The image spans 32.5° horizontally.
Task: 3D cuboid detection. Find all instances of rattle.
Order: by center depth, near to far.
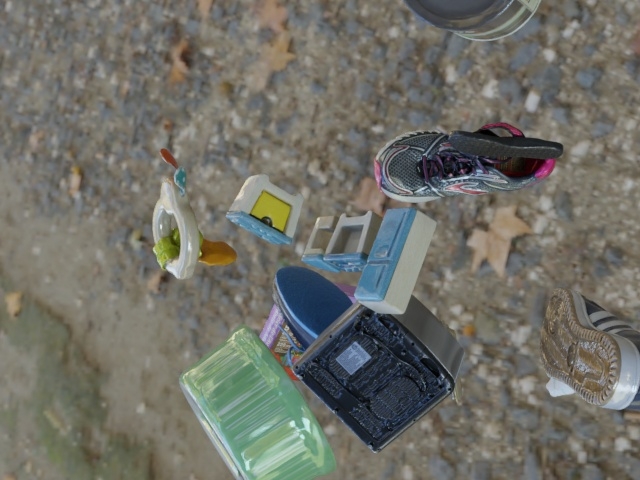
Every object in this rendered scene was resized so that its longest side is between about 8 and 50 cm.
[{"bbox_3d":[-0.182,-0.046,1.677,0.130,0.143,0.199,-130,42,-64],"label":"rattle"}]

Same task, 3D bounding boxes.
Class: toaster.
[{"bbox_3d":[0.083,0.157,1.445,0.168,0.110,0.185,44,117,-2],"label":"toaster"}]

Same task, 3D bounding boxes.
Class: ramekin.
[{"bbox_3d":[-0.117,0.311,1.905,0.148,0.303,0.303,-32,39,-14],"label":"ramekin"}]

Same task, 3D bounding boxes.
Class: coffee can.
[{"bbox_3d":[0.243,-0.426,1.740,0.202,0.275,0.201,2,97,17],"label":"coffee can"}]

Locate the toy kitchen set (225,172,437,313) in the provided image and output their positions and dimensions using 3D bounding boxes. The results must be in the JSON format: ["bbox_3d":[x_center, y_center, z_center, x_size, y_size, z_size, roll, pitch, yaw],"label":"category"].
[{"bbox_3d":[0.000,0.000,1.324,0.207,0.166,0.122,-4,60,56],"label":"toy kitchen set"}]

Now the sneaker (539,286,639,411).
[{"bbox_3d":[0.349,0.131,1.232,0.282,0.153,0.099,-108,29,-78],"label":"sneaker"}]

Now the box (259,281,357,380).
[{"bbox_3d":[0.027,0.184,2.139,0.057,0.293,0.201,47,119,51],"label":"box"}]

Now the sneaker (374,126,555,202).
[{"bbox_3d":[0.234,-0.130,1.788,0.112,0.299,0.120,-172,75,-80],"label":"sneaker"}]

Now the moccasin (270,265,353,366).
[{"bbox_3d":[0.016,0.184,1.776,0.342,0.138,0.116,52,139,35],"label":"moccasin"}]

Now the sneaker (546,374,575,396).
[{"bbox_3d":[0.366,0.174,1.654,0.061,0.053,0.152,-27,27,30],"label":"sneaker"}]

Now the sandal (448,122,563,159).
[{"bbox_3d":[0.274,-0.151,1.633,0.067,0.179,0.040,136,137,-72],"label":"sandal"}]

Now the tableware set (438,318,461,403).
[{"bbox_3d":[0.219,0.209,1.889,0.020,0.169,0.141,-6,79,17],"label":"tableware set"}]
